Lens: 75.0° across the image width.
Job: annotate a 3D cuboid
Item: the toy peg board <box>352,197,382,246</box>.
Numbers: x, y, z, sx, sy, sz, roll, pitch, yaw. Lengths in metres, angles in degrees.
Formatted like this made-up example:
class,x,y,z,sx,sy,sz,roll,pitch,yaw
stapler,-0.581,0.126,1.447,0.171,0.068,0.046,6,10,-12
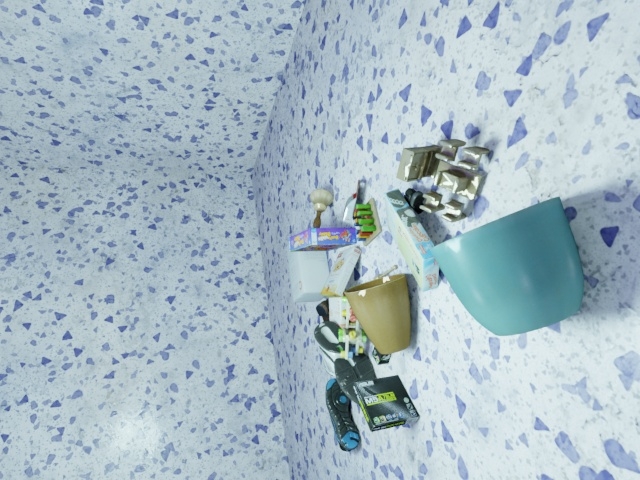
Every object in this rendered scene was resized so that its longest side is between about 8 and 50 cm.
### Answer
class,x,y,z,sx,sy,sz,roll,pitch,yaw
toy peg board,0.182,-0.077,1.810,0.160,0.079,0.161,128,136,-58

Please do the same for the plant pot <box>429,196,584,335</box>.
class,x,y,z,sx,sy,sz,roll,pitch,yaw
plant pot,0.428,0.070,0.925,0.235,0.293,0.293,69,155,10

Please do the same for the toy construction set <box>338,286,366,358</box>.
class,x,y,z,sx,sy,sz,roll,pitch,yaw
toy construction set,0.151,0.330,1.811,0.215,0.151,0.328,-78,4,-69

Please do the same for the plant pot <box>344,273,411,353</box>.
class,x,y,z,sx,sy,sz,roll,pitch,yaw
plant pot,0.235,0.276,1.532,0.237,0.237,0.254,-22,84,68

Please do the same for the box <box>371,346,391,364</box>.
class,x,y,z,sx,sy,sz,roll,pitch,yaw
box,0.251,0.453,1.694,0.062,0.052,0.083,-124,40,-53

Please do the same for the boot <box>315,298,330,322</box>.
class,x,y,z,sx,sy,sz,roll,pitch,yaw
boot,0.061,0.406,2.178,0.082,0.106,0.219,-11,107,39

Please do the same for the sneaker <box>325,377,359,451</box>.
class,x,y,z,sx,sy,sz,roll,pitch,yaw
sneaker,0.087,0.853,2.042,0.140,0.125,0.341,109,154,-51

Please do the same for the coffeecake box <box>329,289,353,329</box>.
class,x,y,z,sx,sy,sz,roll,pitch,yaw
coffeecake box,0.098,0.335,2.059,0.142,0.068,0.185,172,97,-68

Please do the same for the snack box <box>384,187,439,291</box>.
class,x,y,z,sx,sy,sz,roll,pitch,yaw
snack box,0.307,-0.006,1.423,0.187,0.060,0.322,74,177,-49

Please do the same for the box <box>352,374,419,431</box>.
class,x,y,z,sx,sy,sz,roll,pitch,yaw
box,0.239,0.597,1.543,0.184,0.190,0.045,-114,29,-47

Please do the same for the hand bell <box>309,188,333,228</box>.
class,x,y,z,sx,sy,sz,roll,pitch,yaw
hand bell,-0.007,-0.136,2.122,0.126,0.126,0.242,114,168,-48

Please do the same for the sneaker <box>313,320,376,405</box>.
class,x,y,z,sx,sy,sz,roll,pitch,yaw
sneaker,0.129,0.605,1.951,0.447,0.169,0.257,53,164,42

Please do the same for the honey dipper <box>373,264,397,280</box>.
class,x,y,z,sx,sy,sz,roll,pitch,yaw
honey dipper,0.263,0.132,1.682,0.161,0.030,0.030,130,134,-57

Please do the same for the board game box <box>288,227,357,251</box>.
class,x,y,z,sx,sy,sz,roll,pitch,yaw
board game box,0.000,0.000,2.070,0.347,0.233,0.078,161,107,-68

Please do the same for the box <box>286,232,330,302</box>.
class,x,y,z,sx,sy,sz,roll,pitch,yaw
box,-0.069,0.154,2.346,0.215,0.168,0.345,132,134,-60

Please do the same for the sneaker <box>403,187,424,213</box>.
class,x,y,z,sx,sy,sz,roll,pitch,yaw
sneaker,0.315,-0.146,1.423,0.089,0.051,0.170,58,-175,26

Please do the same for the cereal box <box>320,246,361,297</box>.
class,x,y,z,sx,sy,sz,roll,pitch,yaw
cereal box,0.093,0.151,1.944,0.240,0.047,0.173,-65,15,-18

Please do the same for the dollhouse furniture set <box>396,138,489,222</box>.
class,x,y,z,sx,sy,sz,roll,pitch,yaw
dollhouse furniture set,0.383,-0.204,1.269,0.242,0.161,0.212,34,125,38

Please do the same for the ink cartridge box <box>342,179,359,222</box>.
class,x,y,z,sx,sy,sz,roll,pitch,yaw
ink cartridge box,0.136,-0.181,1.883,0.145,0.045,0.179,-76,-6,-74
